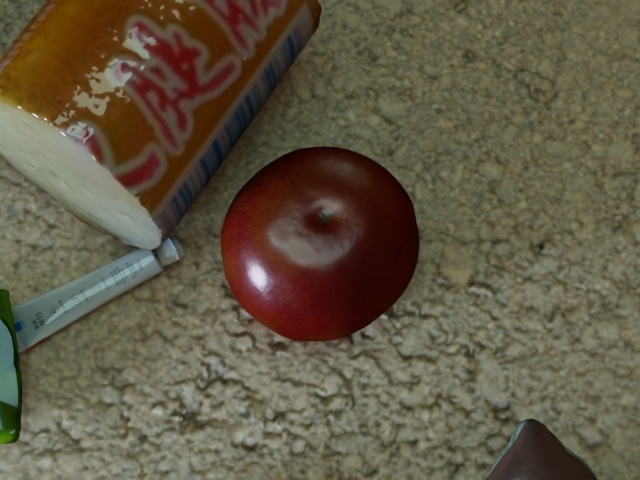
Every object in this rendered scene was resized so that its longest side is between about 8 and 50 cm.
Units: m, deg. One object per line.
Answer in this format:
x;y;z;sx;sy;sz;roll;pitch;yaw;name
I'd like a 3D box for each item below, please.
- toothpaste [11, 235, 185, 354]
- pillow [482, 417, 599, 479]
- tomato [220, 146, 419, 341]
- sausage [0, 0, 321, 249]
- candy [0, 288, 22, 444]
-0.221;0.048;1.398;0.190;0.031;0.048;-28;78;-6;toothpaste
0.200;0.278;1.308;0.171;0.075;0.179;40;76;11;pillow
0.000;0.000;1.361;0.195;0.136;0.195;0;71;-1;tomato
-0.164;-0.168;1.364;0.233;0.233;0.287;33;75;9;sausage
-0.406;0.131;1.346;0.246;0.069;0.149;-5;77;-8;candy
